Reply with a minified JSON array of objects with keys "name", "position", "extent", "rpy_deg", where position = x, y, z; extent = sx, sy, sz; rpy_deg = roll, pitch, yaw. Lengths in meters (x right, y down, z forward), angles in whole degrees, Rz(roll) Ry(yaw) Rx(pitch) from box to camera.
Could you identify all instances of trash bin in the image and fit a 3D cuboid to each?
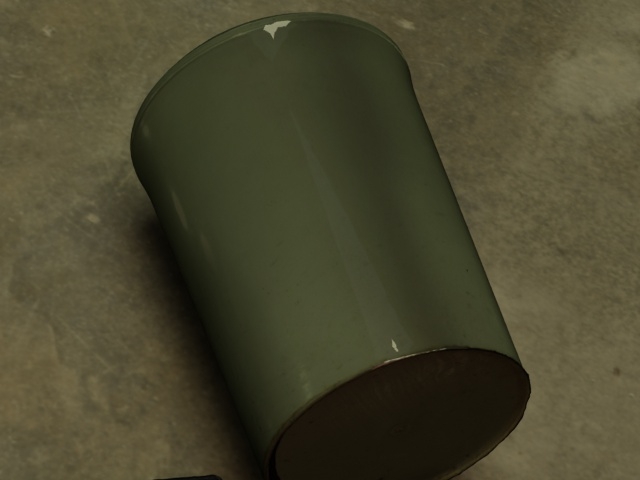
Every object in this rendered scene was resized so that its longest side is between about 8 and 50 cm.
[{"name":"trash bin","position":[0.000,0.000,1.583],"extent":[0.280,0.280,0.432],"rpy_deg":[-4,52,-24]}]

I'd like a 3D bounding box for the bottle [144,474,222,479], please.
[{"name":"bottle","position":[-0.194,0.233,1.414],"extent":[0.244,0.082,0.072],"rpy_deg":[-2,55,-21]}]
